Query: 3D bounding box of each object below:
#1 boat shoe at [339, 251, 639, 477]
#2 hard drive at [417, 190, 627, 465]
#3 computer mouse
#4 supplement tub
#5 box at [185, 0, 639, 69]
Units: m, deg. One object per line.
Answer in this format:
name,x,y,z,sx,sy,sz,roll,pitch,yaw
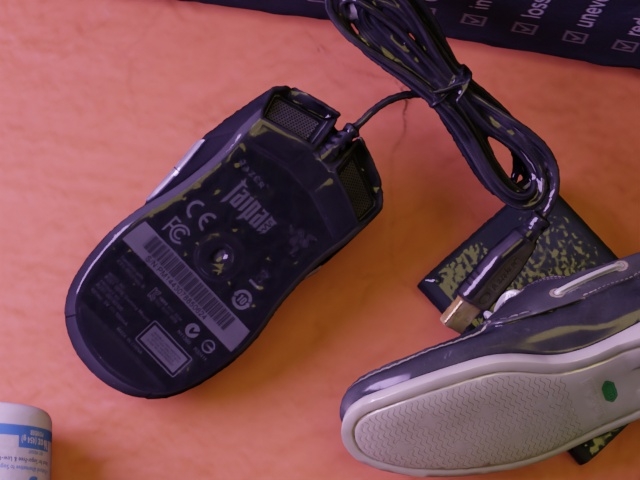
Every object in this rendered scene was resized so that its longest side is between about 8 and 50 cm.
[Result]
boat shoe,0.119,0.062,0.999,0.233,0.084,0.079,-18,41,-4
hard drive,0.133,0.043,1.045,0.094,0.022,0.135,-41,84,-14
computer mouse,0.000,0.000,1.013,0.184,0.060,0.262,41,92,-13
supplement tub,-0.173,0.139,0.959,0.071,0.071,0.107,0,76,-7
box,0.043,-0.315,0.886,0.471,0.480,0.297,6,74,-6
